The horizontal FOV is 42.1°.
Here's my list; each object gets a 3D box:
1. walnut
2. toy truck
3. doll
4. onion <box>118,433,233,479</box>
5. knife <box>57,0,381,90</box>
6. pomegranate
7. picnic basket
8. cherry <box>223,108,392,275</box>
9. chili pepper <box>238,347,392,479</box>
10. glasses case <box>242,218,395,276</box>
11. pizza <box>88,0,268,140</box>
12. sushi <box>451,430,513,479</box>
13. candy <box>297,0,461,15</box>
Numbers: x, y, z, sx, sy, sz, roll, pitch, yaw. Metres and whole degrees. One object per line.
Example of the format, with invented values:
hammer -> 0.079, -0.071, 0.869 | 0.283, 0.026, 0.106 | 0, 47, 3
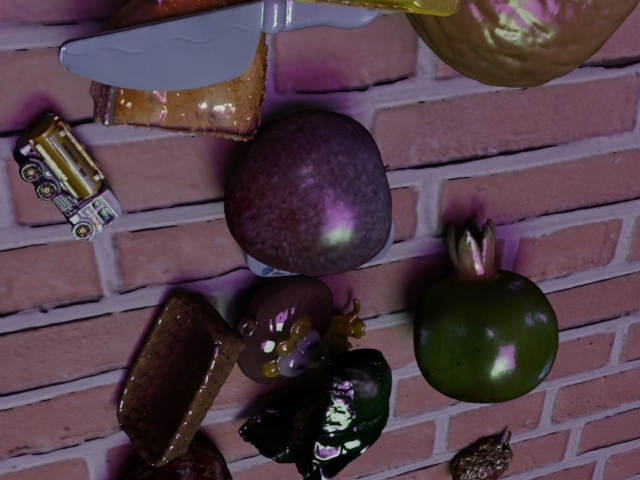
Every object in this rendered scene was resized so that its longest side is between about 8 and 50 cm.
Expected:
walnut -> 0.174, -0.252, 0.748 | 0.228, 0.228, 0.228 | -12, 126, -17
toy truck -> -0.238, -0.060, 0.788 | 0.063, 0.052, 0.123 | -37, 128, -5
doll -> -0.018, 0.102, 0.975 | 0.188, 0.096, 0.145 | -9, 133, -31
onion -> -0.198, 0.345, 1.029 | 0.198, 0.135, 0.173 | -23, 126, -6
knife -> -0.070, -0.181, 0.723 | 0.331, 0.044, 0.080 | -28, 137, -30
pomegranate -> 0.197, 0.086, 1.019 | 0.187, 0.187, 0.225 | -13, 102, -16
picnic basket -> -0.159, 0.156, 0.940 | 0.055, 0.110, 0.193 | 4, 123, -52
cherry -> -0.010, -0.048, 0.836 | 0.176, 0.140, 0.176 | -1, 94, -15
chili pepper -> 0.014, 0.208, 0.970 | 0.148, 0.116, 0.264 | -24, 167, -28
glasses case -> 0.000, 0.000, 0.940 | 0.178, 0.045, 0.067 | -7, 123, -19
pizza -> -0.124, -0.188, 0.745 | 0.188, 0.081, 0.204 | -9, 118, -47
sushi -> 0.250, 0.342, 1.284 | 0.120, 0.052, 0.055 | -25, 144, -4
candy -> -0.010, -0.253, 0.616 | 0.146, 0.276, 0.088 | 1, 122, -23
